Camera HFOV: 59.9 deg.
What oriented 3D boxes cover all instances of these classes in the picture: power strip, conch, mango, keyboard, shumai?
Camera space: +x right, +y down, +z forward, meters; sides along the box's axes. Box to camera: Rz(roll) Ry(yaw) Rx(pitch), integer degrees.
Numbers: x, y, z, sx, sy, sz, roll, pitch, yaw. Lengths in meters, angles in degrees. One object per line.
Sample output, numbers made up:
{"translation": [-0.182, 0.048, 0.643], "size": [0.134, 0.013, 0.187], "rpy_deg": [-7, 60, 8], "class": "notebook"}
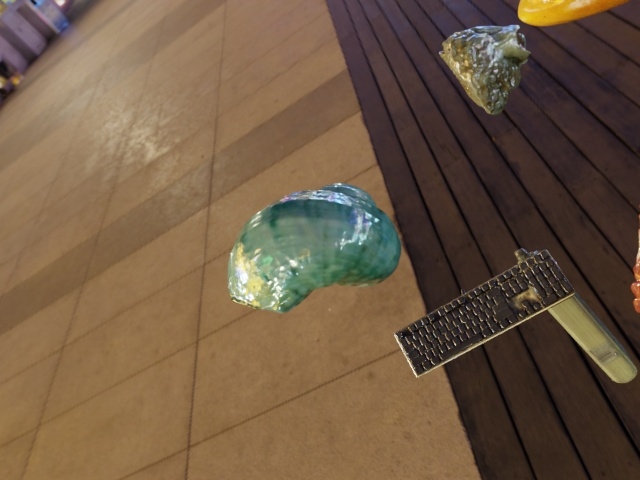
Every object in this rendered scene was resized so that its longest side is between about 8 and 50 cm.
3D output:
{"translation": [0.512, 0.143, 1.118], "size": [0.066, 0.387, 0.092], "rpy_deg": [-39, 19, 23], "class": "power strip"}
{"translation": [0.002, -0.003, 0.673], "size": [0.196, 0.134, 0.202], "rpy_deg": [12, 20, 26], "class": "conch"}
{"translation": [0.399, -0.398, 0.837], "size": [0.217, 0.102, 0.141], "rpy_deg": [-20, 46, 42], "class": "mango"}
{"translation": [0.285, 0.128, 0.997], "size": [0.317, 0.027, 0.106], "rpy_deg": [-32, 65, 9], "class": "keyboard"}
{"translation": [0.472, -0.489, 1.517], "size": [0.218, 0.256, 0.189], "rpy_deg": [-39, 19, 9], "class": "shumai"}

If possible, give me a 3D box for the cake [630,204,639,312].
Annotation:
{"translation": [0.621, -0.007, 0.734], "size": [0.269, 0.270, 0.320], "rpy_deg": [-22, 42, 58], "class": "cake"}
